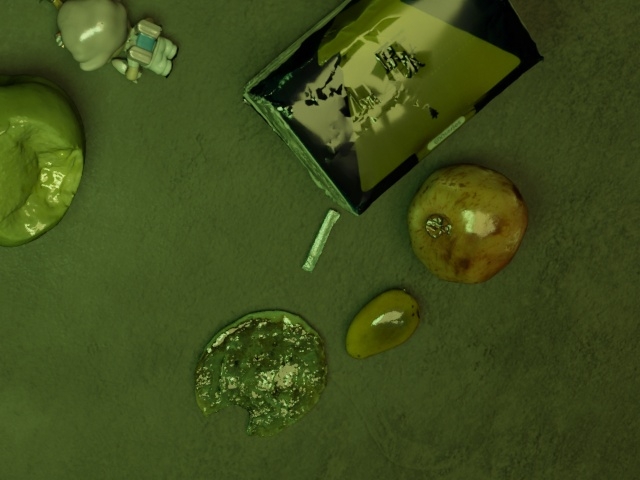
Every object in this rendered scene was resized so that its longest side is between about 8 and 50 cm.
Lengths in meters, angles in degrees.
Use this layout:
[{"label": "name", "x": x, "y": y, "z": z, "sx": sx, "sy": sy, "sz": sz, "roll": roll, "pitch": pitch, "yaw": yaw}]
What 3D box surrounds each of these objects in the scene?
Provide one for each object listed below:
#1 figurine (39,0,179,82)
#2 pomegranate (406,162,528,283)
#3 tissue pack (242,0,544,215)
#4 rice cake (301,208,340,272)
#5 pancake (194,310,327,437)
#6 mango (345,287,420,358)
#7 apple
[{"label": "figurine", "x": -0.331, "y": -0.325, "z": 1.593, "sx": 0.229, "sy": 0.112, "sz": 0.137, "roll": 21, "pitch": 92, "yaw": -30}, {"label": "pomegranate", "x": 0.256, "y": -0.029, "z": 1.771, "sx": 0.215, "sy": 0.215, "sz": 0.215, "roll": -4, "pitch": 104, "yaw": -15}, {"label": "tissue pack", "x": 0.109, "y": -0.273, "z": 1.652, "sx": 0.416, "sy": 0.253, "sz": 0.264, "roll": -39, "pitch": 110, "yaw": -2}, {"label": "rice cake", "x": 0.000, "y": 0.000, "z": 1.809, "sx": 0.022, "sy": 0.021, "sz": 0.121, "roll": 24, "pitch": 96, "yaw": -10}, {"label": "pancake", "x": -0.104, "y": 0.240, "z": 1.831, "sx": 0.254, "sy": 0.037, "sz": 0.253, "roll": -4, "pitch": 105, "yaw": -16}, {"label": "mango", "x": 0.112, "y": 0.158, "z": 1.854, "sx": 0.161, "sy": 0.076, "sz": 0.103, "roll": -40, "pitch": 117, "yaw": 5}, {"label": "apple", "x": -0.491, "y": -0.129, "z": 1.518, "sx": 0.279, "sy": 0.279, "sz": 0.279, "roll": -4, "pitch": 104, "yaw": -15}]
